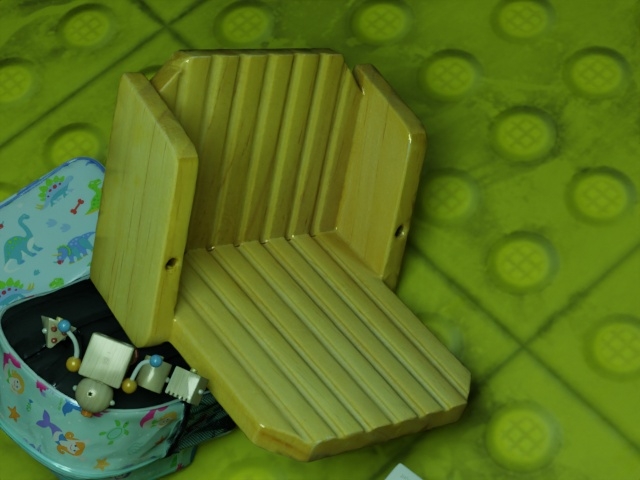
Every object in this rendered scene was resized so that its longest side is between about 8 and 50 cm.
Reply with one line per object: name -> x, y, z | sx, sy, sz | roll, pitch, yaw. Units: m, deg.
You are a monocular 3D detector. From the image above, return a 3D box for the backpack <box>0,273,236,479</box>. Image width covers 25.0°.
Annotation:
backpack -> -0.226, 0.147, 1.509 | 0.225, 0.191, 0.253 | 37, 27, 25

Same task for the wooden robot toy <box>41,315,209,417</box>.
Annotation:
wooden robot toy -> -0.199, 0.133, 1.370 | 0.173, 0.076, 0.079 | 21, 83, 1

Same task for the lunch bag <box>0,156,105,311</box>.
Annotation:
lunch bag -> -0.313, 0.013, 1.698 | 0.219, 0.090, 0.176 | -35, 61, -13

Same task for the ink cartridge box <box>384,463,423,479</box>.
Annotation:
ink cartridge box -> 0.072, 0.373, 1.374 | 0.171, 0.168, 0.233 | 34, 69, 25

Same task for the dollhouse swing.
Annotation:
dollhouse swing -> 0.000, 0.000, 1.469 | 0.347, 0.315, 0.305 | -7, 27, -41
